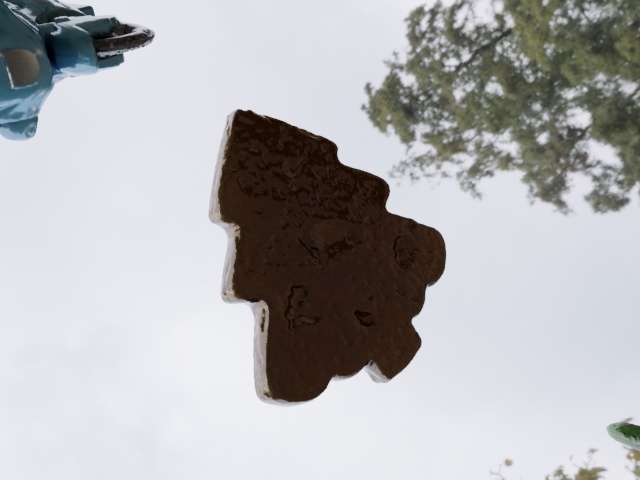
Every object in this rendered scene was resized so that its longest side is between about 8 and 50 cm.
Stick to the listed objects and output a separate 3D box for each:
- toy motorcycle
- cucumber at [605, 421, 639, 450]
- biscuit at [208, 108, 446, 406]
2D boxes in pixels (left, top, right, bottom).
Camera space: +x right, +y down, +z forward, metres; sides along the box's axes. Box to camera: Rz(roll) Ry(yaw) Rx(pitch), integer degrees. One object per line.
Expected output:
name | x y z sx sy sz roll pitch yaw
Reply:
toy motorcycle | -0.284 -0.164 0.515 0.182 0.272 0.123 -39 -45 -45
cucumber | 0.462 0.278 0.826 0.037 0.155 0.037 -5 -81 -34
biscuit | -0.001 0.000 0.608 0.278 0.043 0.301 -31 -89 -35
